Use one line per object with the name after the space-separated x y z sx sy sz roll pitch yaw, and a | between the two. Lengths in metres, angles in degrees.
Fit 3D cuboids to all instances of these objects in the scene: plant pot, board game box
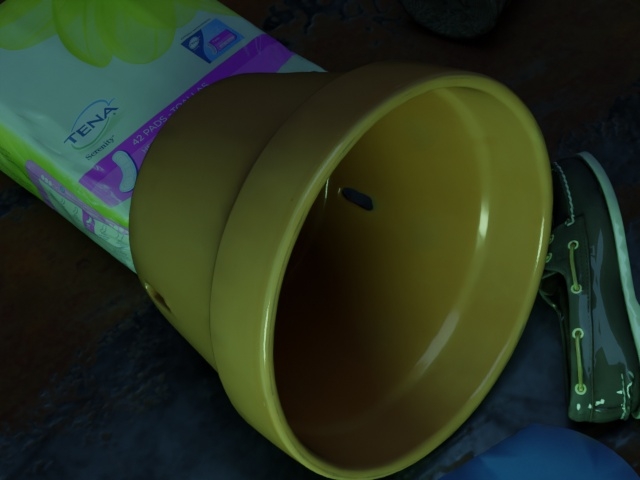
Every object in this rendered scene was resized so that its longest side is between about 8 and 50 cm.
0.000 0.000 0.976 0.203 0.291 0.291 23 60 41 | plant pot
0.148 0.206 0.946 0.168 0.033 0.133 -27 52 -17 | board game box

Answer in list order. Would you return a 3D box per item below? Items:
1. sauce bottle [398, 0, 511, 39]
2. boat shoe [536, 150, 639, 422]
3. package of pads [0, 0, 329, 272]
0.177 -0.341 1.272 0.111 0.111 0.344 17 58 18 | sauce bottle
0.198 0.030 1.028 0.068 0.081 0.228 -7 58 -2 | boat shoe
-0.168 -0.119 1.168 0.296 0.101 0.229 36 66 28 | package of pads
